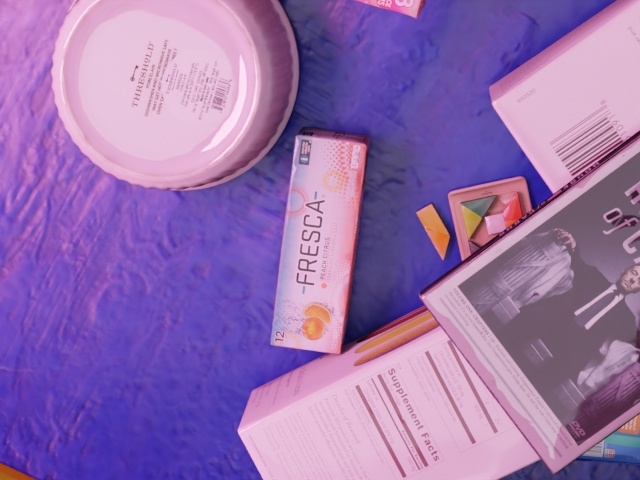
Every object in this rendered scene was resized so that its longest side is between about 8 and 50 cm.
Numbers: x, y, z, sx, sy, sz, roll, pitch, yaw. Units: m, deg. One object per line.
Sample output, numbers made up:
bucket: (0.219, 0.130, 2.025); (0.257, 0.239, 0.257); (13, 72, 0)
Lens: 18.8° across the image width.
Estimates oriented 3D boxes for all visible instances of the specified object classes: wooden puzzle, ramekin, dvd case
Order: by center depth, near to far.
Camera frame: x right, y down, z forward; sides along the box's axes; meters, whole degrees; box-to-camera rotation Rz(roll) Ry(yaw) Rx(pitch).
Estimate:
dvd case: (0.224, 0.042, 1.495); (0.239, 0.029, 0.179); (-37, 97, 6)
ramekin: (-0.123, -0.138, 1.578); (0.207, 0.109, 0.207); (1, 100, 4)
wooden puzzle: (0.146, -0.013, 1.628); (0.116, 0.014, 0.078); (-19, 99, 7)

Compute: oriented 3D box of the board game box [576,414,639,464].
board game box: (0.319, 0.112, 1.620); (0.210, 0.047, 0.160); (5, 100, 4)

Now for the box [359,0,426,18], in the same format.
box: (0.052, -0.343, 1.484); (0.154, 0.142, 0.300); (17, 113, 0)

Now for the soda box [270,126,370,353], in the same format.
soda box: (0.000, 0.000, 1.619); (0.063, 0.058, 0.183); (8, 100, 3)

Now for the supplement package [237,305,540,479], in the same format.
supplement package: (0.073, 0.144, 1.600); (0.244, 0.139, 0.134); (-27, 98, 7)

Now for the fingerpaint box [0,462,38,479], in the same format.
fingerpaint box: (-0.294, 0.327, 1.508); (0.371, 0.445, 0.163); (24, 103, -1)

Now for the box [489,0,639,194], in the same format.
box: (0.258, -0.096, 1.549); (0.182, 0.119, 0.181); (-35, 97, 9)
